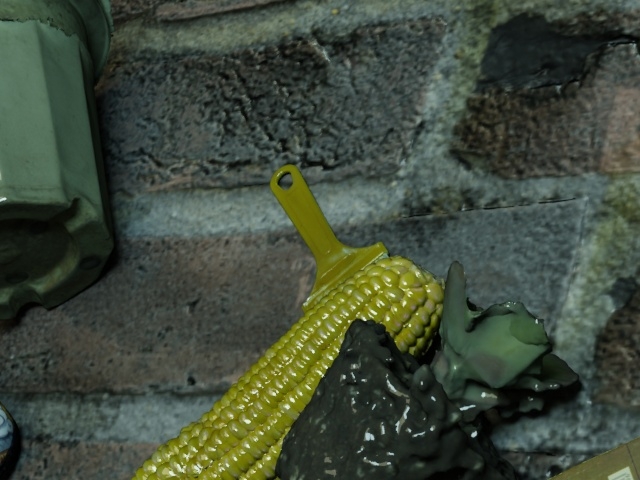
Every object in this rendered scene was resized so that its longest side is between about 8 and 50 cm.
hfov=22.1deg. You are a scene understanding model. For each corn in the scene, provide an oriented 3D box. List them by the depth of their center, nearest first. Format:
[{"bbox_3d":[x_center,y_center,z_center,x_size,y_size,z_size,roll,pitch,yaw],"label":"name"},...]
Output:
[{"bbox_3d":[-0.021,0.123,1.197,0.292,0.101,0.101,-44,42,-1],"label":"corn"}]

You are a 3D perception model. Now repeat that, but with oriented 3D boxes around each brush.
[{"bbox_3d":[0.000,0.000,1.328,0.083,0.011,0.205,-41,42,9],"label":"brush"}]

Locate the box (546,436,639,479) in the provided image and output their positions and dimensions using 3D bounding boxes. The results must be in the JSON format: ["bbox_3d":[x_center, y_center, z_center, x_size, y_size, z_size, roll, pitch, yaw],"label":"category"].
[{"bbox_3d":[0.197,0.172,1.031,0.133,0.023,0.090,-30,44,19],"label":"box"}]

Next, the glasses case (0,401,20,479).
[{"bbox_3d":[-0.381,0.126,1.471,0.122,0.082,0.321,-39,48,-12],"label":"glasses case"}]

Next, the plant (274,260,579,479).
[{"bbox_3d":[0.070,0.119,1.097,0.203,0.142,0.131,-55,29,4],"label":"plant"}]

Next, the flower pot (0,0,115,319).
[{"bbox_3d":[-0.300,-0.085,1.463,0.290,0.290,0.259,-30,56,19],"label":"flower pot"}]
